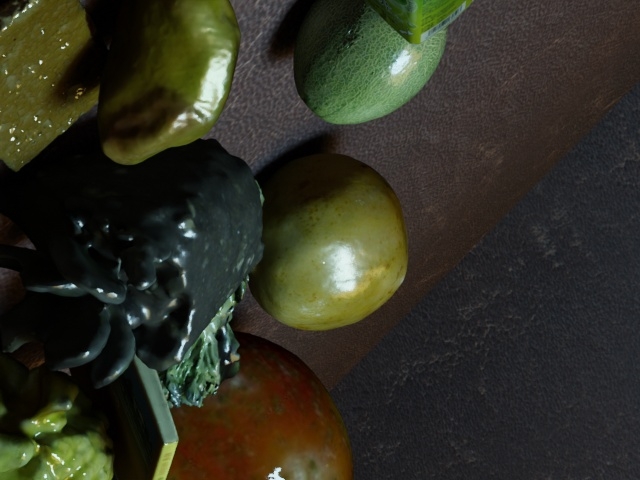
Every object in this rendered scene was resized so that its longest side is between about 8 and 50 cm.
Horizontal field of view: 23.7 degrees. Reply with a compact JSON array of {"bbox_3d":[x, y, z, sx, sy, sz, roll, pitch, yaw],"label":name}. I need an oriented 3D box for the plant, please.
[{"bbox_3d":[-0.183,0.019,1.384,0.276,0.199,0.188,-36,141,-49],"label":"plant"}]

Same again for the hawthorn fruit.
[{"bbox_3d":[-0.135,0.349,2.253,0.403,0.403,0.403,-39,167,-11],"label":"hawthorn fruit"}]

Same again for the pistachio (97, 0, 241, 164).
[{"bbox_3d":[-0.120,-0.147,1.223,0.110,0.100,0.189,-108,-148,-65],"label":"pistachio"}]

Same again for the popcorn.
[{"bbox_3d":[-0.347,0.233,1.604,0.270,0.224,0.258,-33,155,9],"label":"popcorn"}]

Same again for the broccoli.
[{"bbox_3d":[-0.144,0.051,1.820,0.145,0.165,0.304,-12,135,-52],"label":"broccoli"}]

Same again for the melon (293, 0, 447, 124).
[{"bbox_3d":[0.052,-0.200,1.526,0.192,0.139,0.139,-47,166,27],"label":"melon"}]

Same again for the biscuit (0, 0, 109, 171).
[{"bbox_3d":[-0.226,-0.129,1.193,0.131,0.025,0.231,-41,168,-8],"label":"biscuit"}]

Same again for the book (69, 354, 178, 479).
[{"bbox_3d":[-0.223,0.159,1.647,0.028,0.263,0.374,-14,158,-19],"label":"book"}]

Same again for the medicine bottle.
[{"bbox_3d":[0.075,-0.273,1.365,0.088,0.132,0.188,-39,166,-8],"label":"medicine bottle"}]

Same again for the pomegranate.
[{"bbox_3d":[0.007,0.001,1.901,0.233,0.233,0.233,-39,167,-11],"label":"pomegranate"}]
